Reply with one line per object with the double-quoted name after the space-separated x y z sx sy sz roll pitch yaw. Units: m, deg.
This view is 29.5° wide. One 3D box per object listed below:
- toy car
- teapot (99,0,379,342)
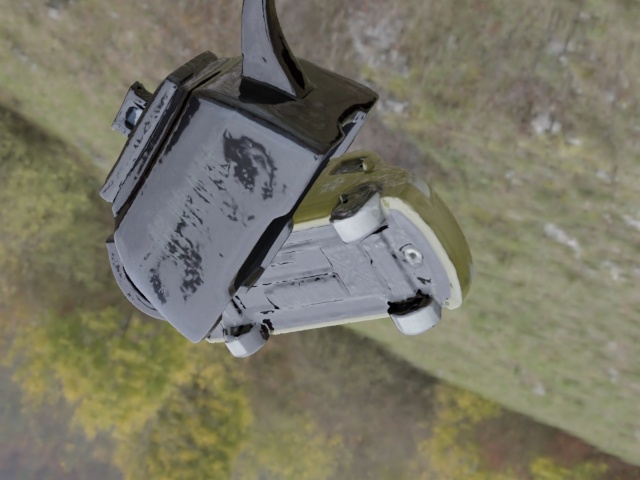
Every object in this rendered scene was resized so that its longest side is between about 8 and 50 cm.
0.000 0.000 0.858 0.257 0.124 0.101 -12 121 41 "toy car"
-0.052 -0.036 0.558 0.096 0.177 0.087 35 -149 2 "teapot"
